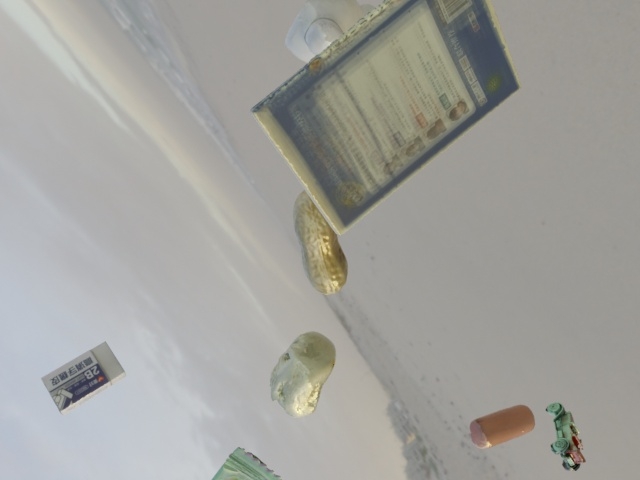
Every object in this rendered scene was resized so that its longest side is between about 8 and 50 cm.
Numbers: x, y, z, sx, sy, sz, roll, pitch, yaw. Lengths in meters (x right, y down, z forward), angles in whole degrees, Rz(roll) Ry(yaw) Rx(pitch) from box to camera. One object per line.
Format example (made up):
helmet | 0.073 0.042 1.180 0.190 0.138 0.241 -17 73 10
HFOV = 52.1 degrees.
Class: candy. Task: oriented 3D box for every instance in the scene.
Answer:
candy | -0.246 0.755 1.883 0.262 0.398 0.172 33 -146 -21

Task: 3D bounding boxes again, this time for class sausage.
sausage | 0.203 0.206 0.728 0.034 0.083 0.034 26 119 58

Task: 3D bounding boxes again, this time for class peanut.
peanut | 0.000 0.000 1.597 0.125 0.111 0.275 -89 -11 -67

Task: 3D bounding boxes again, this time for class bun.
bun | -0.052 0.339 1.670 0.145 0.230 0.229 15 -178 -6

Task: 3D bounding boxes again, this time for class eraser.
eraser | -0.705 0.409 1.955 0.124 0.210 0.068 51 153 16

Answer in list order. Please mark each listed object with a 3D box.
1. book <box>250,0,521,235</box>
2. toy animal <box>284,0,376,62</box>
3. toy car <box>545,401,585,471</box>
book | 0.094 -0.178 0.814 0.228 0.322 0.018 54 176 -39
toy animal | 0.105 -0.392 1.425 0.367 0.196 0.241 32 -151 -16
toy car | 0.511 0.405 1.363 0.073 0.054 0.143 54 -153 -19
